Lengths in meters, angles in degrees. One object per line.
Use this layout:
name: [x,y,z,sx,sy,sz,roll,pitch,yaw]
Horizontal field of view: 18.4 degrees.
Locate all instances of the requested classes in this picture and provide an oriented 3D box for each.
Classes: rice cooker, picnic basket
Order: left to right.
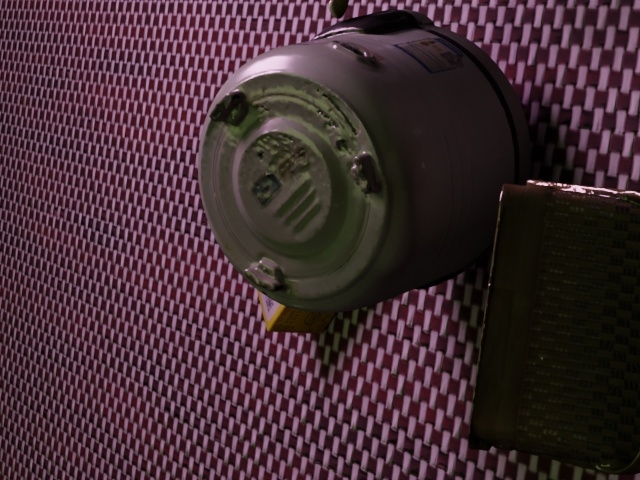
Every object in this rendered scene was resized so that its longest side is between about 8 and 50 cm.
rice cooker: [0.037,-0.063,1.565,0.226,0.244,0.226,13,111,38]
picnic basket: [0.180,0.050,1.234,0.267,0.139,0.165,-8,-74,-80]

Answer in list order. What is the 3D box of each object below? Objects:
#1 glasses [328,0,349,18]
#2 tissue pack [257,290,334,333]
glasses: [0.078,-0.244,1.613,0.207,0.102,0.239,-39,19,15]
tissue pack: [0.000,0.000,1.844,0.176,0.062,0.095,-56,38,43]
